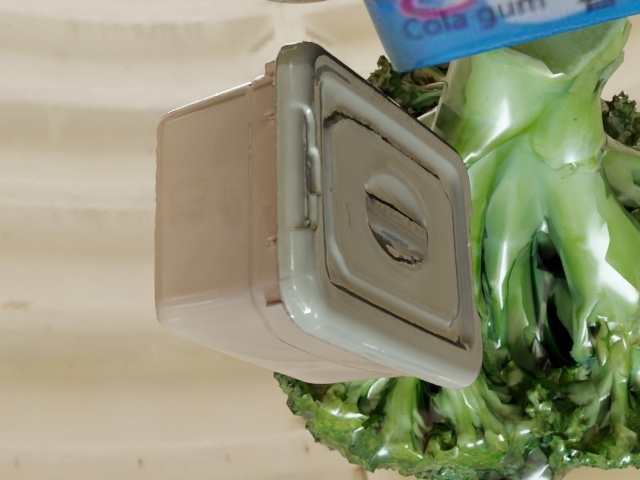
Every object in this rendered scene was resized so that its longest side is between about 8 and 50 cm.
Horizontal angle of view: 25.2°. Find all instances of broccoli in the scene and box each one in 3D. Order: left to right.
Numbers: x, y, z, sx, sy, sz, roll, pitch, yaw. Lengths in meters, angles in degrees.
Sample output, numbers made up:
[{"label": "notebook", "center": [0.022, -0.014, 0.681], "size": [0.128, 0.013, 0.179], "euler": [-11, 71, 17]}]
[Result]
[{"label": "broccoli", "center": [0.090, -0.027, 0.669], "size": [0.254, 0.269, 0.269], "euler": [-11, -139, -6]}]

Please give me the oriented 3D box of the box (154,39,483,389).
[{"label": "box", "center": [0.000, 0.000, 0.459], "size": [0.062, 0.122, 0.089], "euler": [-12, -111, 29]}]

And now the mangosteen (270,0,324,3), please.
[{"label": "mangosteen", "center": [-0.012, -0.381, 1.436], "size": [0.306, 0.306, 0.359], "euler": [-22, -148, -16]}]

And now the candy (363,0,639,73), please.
[{"label": "candy", "center": [0.054, -0.194, 0.422], "size": [0.157, 0.306, 0.100], "euler": [-12, -127, 11]}]
